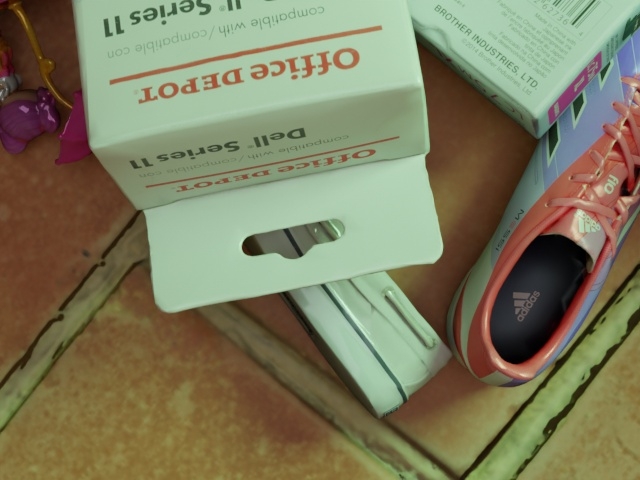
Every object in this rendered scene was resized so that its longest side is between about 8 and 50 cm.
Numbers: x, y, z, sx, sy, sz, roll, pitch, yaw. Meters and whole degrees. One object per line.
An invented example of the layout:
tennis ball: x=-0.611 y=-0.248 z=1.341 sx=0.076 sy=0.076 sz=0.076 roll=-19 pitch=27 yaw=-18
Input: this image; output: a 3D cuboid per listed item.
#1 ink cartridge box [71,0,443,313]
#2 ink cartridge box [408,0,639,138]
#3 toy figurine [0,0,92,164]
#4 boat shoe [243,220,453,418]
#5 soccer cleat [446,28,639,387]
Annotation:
ink cartridge box: x=-0.048 y=-0.149 z=0.761 sx=0.207 sy=0.119 sz=0.354 roll=-11 pitch=71 yaw=3
ink cartridge box: x=0.187 y=-0.247 z=0.831 sx=0.186 sy=0.065 sz=0.311 roll=42 pitch=93 yaw=19
toy figurine: x=-0.219 y=-0.123 z=0.838 sx=0.173 sy=0.130 sz=0.159 roll=-24 pitch=104 yaw=21
boat shoe: x=0.000 y=0.000 z=0.853 sx=0.088 sy=0.096 sz=0.268 roll=-35 pitch=91 yaw=-9
soccer cleat: x=0.193 y=-0.037 z=0.843 sx=0.108 sy=0.116 sz=0.318 roll=28 pitch=92 yaw=-3
